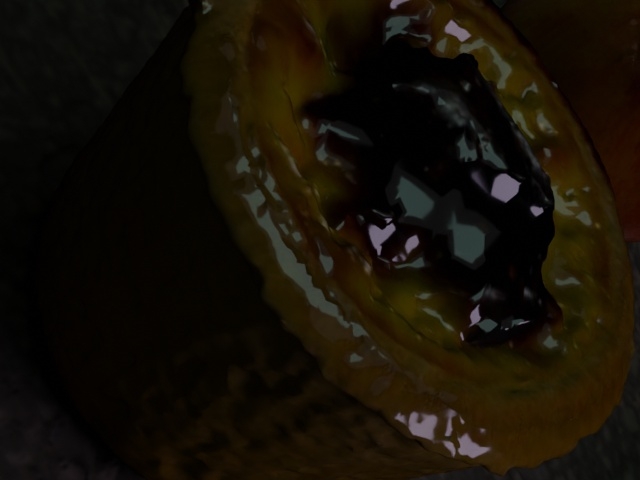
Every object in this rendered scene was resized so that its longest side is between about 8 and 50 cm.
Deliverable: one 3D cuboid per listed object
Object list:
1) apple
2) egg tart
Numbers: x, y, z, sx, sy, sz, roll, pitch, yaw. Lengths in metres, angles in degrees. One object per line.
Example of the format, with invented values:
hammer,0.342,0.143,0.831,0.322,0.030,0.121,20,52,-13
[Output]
apple,0.149,-0.072,0.882,0.146,0.146,0.146,27,47,-33
egg tart,0.000,0.000,0.633,0.215,0.171,0.215,29,46,-34
